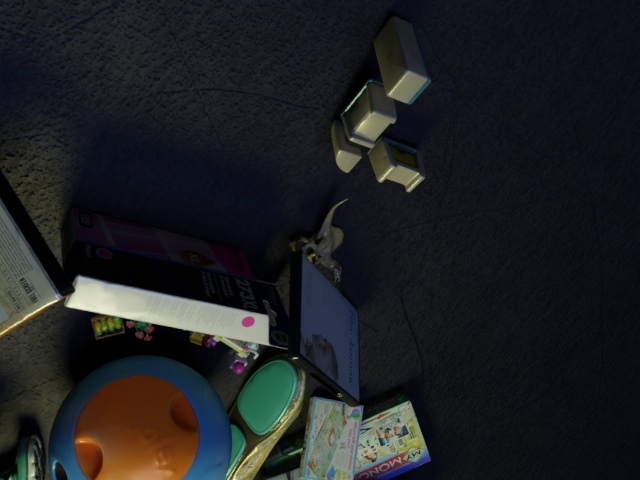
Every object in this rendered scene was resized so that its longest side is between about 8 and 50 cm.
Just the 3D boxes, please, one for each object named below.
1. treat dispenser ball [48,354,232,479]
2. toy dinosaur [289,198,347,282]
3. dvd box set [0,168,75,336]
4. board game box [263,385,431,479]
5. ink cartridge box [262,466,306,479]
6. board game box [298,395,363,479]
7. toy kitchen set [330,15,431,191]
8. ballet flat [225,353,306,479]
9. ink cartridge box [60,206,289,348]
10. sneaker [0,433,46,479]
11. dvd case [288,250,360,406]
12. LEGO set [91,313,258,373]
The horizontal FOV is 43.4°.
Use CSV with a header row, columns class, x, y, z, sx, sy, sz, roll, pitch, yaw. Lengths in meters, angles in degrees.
class,x,y,z,sx,sy,sz,roll,pitch,yaw
treat dispenser ball,-0.288,0.330,1.295,0.288,0.288,0.288,-10,127,-13
toy dinosaur,0.000,0.000,1.327,0.093,0.053,0.183,-24,138,-22
dvd box set,-0.573,0.049,1.032,0.420,0.062,0.307,-32,91,4
board game box,0.056,0.442,1.655,0.317,0.046,0.213,-24,128,-3
ink cartridge box,-0.057,0.500,1.571,0.150,0.063,0.109,-17,143,-8
board game box,0.021,0.384,1.536,0.103,0.154,0.026,14,162,-15
toy kitchen set,0.124,-0.196,1.204,0.166,0.122,0.207,16,137,-29
ballet flat,-0.111,0.340,1.491,0.123,0.123,0.348,21,114,-31
ink cartridge box,-0.198,0.063,1.208,0.371,0.175,0.069,17,116,-29
sneaker,-0.551,0.451,1.410,0.110,0.107,0.275,17,117,-19
dvd case,0.011,0.151,1.316,0.022,0.180,0.253,-12,148,20
LEGO set,-0.220,0.151,1.307,0.287,0.107,0.132,15,118,-28
